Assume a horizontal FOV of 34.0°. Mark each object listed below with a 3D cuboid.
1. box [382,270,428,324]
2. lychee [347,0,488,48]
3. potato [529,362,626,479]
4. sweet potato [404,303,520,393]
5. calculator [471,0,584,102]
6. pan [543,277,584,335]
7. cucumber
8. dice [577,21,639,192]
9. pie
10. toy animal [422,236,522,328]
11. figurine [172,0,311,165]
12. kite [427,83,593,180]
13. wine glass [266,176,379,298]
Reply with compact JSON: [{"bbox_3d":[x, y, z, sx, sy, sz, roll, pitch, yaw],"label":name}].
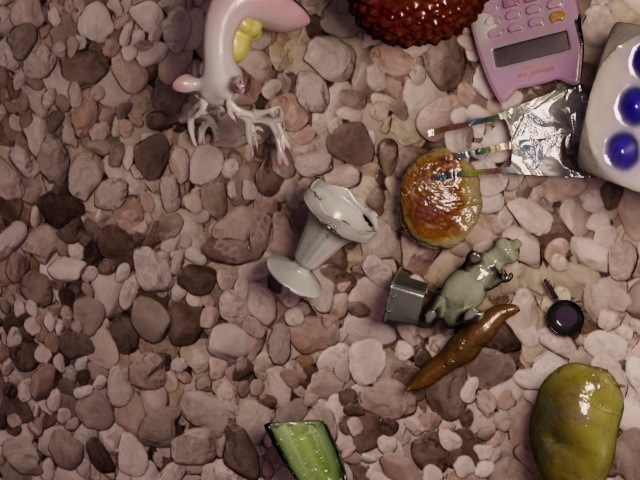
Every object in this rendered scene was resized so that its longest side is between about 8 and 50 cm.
[{"bbox_3d":[0.163,0.113,1.994,0.069,0.122,0.084,15,103,7],"label":"box"},{"bbox_3d":[0.160,-0.471,1.849,0.300,0.264,0.264,22,103,21],"label":"lychee"},{"bbox_3d":[0.462,0.340,1.895,0.169,0.143,0.248,21,112,56],"label":"potato"},{"bbox_3d":[0.267,0.207,1.991,0.274,0.067,0.067,-43,81,16],"label":"sweet potato"},{"bbox_3d":[0.370,-0.408,1.899,0.194,0.043,0.294,-11,88,22],"label":"calculator"},{"bbox_3d":[0.444,0.120,1.935,0.068,0.023,0.115,-26,90,22],"label":"pan"},{"bbox_3d":[-0.030,0.430,2.121,0.193,0.115,0.086,60,154,1],"label":"cucumber"},{"bbox_3d":[0.568,-0.204,1.731,0.243,0.251,0.259,19,102,17],"label":"dice"},{"bbox_3d":[0.223,-0.079,1.971,0.163,0.079,0.194,-2,93,16],"label":"pie"},{"bbox_3d":[0.287,0.078,1.942,0.094,0.121,0.225,37,102,4],"label":"toy animal"},{"bbox_3d":[-0.140,-0.313,2.014,0.206,0.284,0.316,24,79,26],"label":"figurine"},{"bbox_3d":[0.352,-0.189,1.907,0.309,0.015,0.169,-4,94,5],"label":"kite"},{"bbox_3d":[0.000,0.000,2.028,0.165,0.165,0.196,41,116,12],"label":"wine glass"}]
